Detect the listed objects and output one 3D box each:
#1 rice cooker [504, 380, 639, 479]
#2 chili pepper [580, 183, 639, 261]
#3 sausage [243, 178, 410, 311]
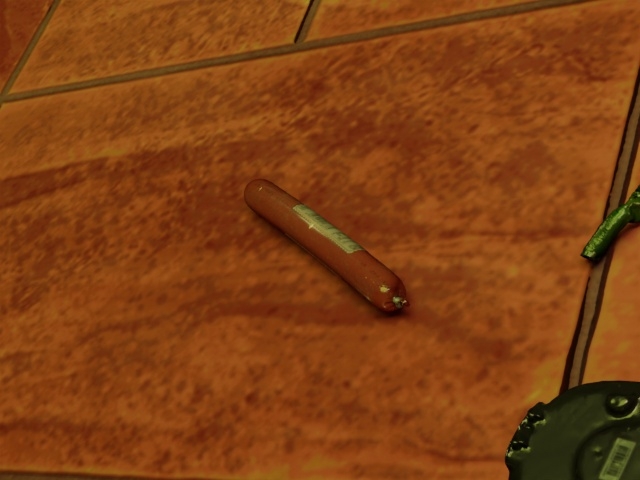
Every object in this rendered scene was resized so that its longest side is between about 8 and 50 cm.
[{"bbox_3d":[0.192,0.156,0.771,0.203,0.118,0.142,12,61,39],"label":"rice cooker"},{"bbox_3d":[0.219,-0.017,0.987,0.083,0.027,0.022,-45,47,-9],"label":"chili pepper"},{"bbox_3d":[0.000,0.000,1.132,0.034,0.034,0.253,-44,39,-6],"label":"sausage"}]
